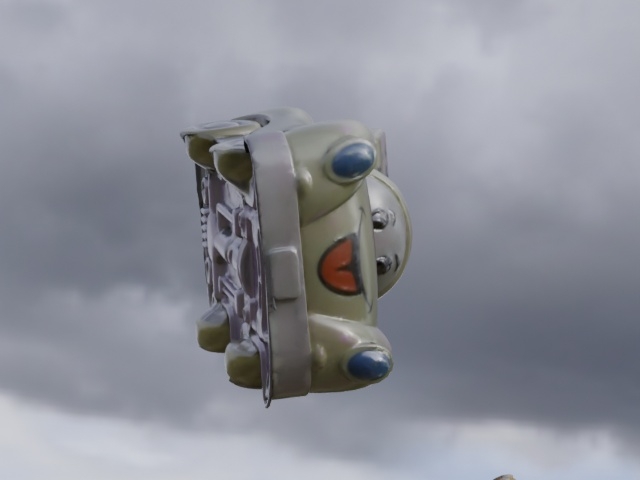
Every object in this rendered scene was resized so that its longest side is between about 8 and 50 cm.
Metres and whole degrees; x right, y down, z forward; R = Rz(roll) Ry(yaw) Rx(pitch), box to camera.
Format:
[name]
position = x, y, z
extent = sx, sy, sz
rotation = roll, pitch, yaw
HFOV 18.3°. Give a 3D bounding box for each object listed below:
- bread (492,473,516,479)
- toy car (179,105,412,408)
[bread]
position = 0.084, 0.200, 1.150
extent = 0.109, 0.080, 0.084
rotation = -33, 3, 16
[toy car]
position = 0.000, 0.000, 1.851
extent = 0.226, 0.242, 0.336
rotation = -7, 9, -14
